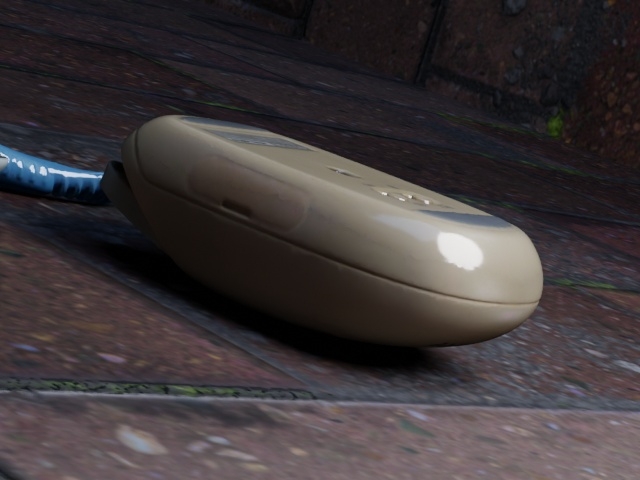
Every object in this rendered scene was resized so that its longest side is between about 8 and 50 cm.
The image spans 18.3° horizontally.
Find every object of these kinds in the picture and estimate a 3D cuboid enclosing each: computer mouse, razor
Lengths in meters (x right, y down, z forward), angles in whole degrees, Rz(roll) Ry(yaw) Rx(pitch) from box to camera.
[{"bbox_3d":[0.000,0.000,1.022,0.236,0.082,0.145,21,11,31],"label":"computer mouse"},{"bbox_3d":[-0.175,-0.049,1.117,0.253,0.042,0.082,9,-30,-37],"label":"razor"}]

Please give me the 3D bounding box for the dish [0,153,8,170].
[{"bbox_3d":[-0.216,-0.035,0.972,0.091,0.039,0.137,19,7,40],"label":"dish"}]
